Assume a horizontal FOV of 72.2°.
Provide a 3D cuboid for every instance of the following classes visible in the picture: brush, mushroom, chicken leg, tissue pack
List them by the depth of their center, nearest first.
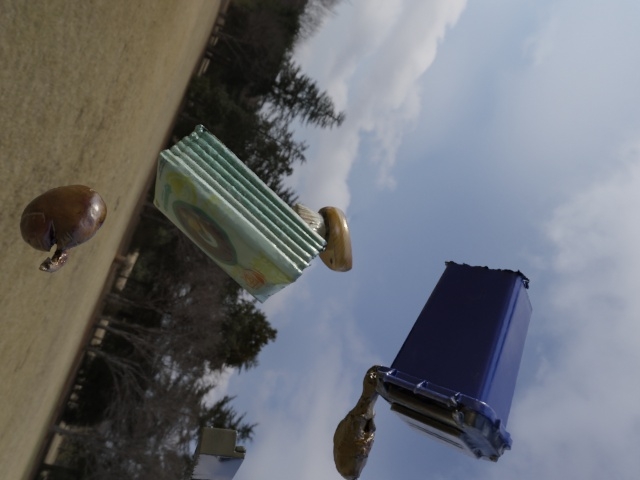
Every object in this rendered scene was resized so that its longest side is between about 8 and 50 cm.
[{"bbox_3d":[-0.440,-0.026,0.742,0.080,0.135,0.170,70,18,-62],"label":"mushroom"},{"bbox_3d":[0.069,0.308,0.761,0.085,0.069,0.197,6,102,-77],"label":"chicken leg"},{"bbox_3d":[-0.204,-0.045,1.042,0.162,0.388,0.287,-49,-175,-27],"label":"tissue pack"},{"bbox_3d":[0.000,0.000,1.452,0.266,0.166,0.174,-112,-149,-41],"label":"brush"}]

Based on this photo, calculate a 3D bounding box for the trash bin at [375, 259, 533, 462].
[{"bbox_3d":[0.195,0.151,0.603,0.163,0.184,0.234,10,-120,40],"label":"trash bin"}]

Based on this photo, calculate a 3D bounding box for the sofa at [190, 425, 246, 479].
[{"bbox_3d":[-0.189,0.394,0.816,0.060,0.085,0.147,-89,-164,-45],"label":"sofa"}]
